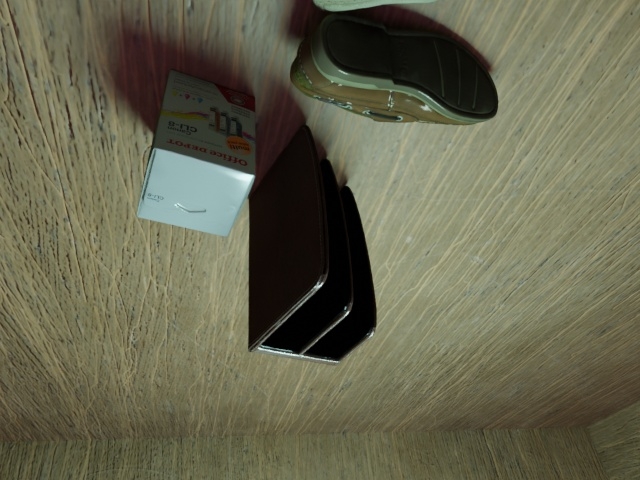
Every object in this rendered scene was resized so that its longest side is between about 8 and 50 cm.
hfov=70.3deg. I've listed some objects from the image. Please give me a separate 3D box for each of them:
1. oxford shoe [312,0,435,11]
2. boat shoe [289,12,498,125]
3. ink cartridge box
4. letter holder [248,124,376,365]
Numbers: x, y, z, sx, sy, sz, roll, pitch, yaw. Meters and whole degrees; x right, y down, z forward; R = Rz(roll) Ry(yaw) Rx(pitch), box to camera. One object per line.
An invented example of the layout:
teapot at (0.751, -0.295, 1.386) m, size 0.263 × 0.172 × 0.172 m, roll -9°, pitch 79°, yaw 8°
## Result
oxford shoe at (0.164, -0.345, 0.475) m, size 0.396 × 0.141 × 0.146 m, roll -12°, pitch 172°, yaw -1°
boat shoe at (0.107, -0.219, 0.623) m, size 0.307 × 0.111 × 0.104 m, roll 9°, pitch 167°, yaw -28°
ink cartridge box at (-0.167, -0.119, 0.630) m, size 0.128 × 0.176 × 0.127 m, roll 13°, pitch 137°, yaw -23°
letter holder at (0.000, 0.000, 0.701) m, size 0.151 × 0.302 × 0.214 m, roll 17°, pitch 135°, yaw -27°
